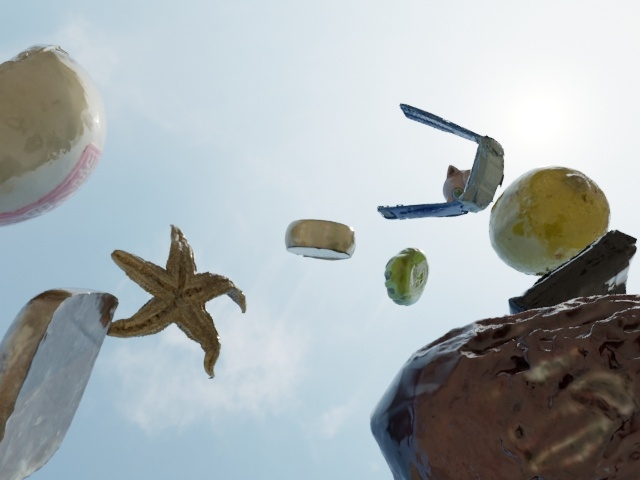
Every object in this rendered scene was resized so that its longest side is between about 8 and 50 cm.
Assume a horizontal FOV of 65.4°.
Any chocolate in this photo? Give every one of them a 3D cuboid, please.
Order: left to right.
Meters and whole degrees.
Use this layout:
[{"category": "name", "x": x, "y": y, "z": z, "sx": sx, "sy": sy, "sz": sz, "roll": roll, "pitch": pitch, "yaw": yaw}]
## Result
[{"category": "chocolate", "x": -0.366, "y": 0.172, "z": 0.630, "sx": 0.080, "sy": 0.157, "sz": 0.253, "roll": 20, "pitch": -93, "yaw": 6}]

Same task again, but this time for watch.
[{"category": "watch", "x": 0.258, "y": -0.180, "z": 1.058, "sx": 0.068, "sy": 0.275, "sz": 0.276, "roll": 19, "pitch": -102, "yaw": -38}]

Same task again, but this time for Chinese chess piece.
[{"category": "Chinese chess piece", "x": 0.000, "y": 0.000, "z": 0.841, "sx": 0.122, "sy": 0.122, "sz": 0.051, "roll": 11, "pitch": -101, "yaw": -21}]

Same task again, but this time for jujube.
[{"category": "jujube", "x": 0.245, "y": 0.195, "z": 0.530, "sx": 0.377, "sy": 0.258, "sz": 0.258, "roll": -18, "pitch": -112, "yaw": 9}]

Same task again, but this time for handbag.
[{"category": "handbag", "x": 0.421, "y": 0.123, "z": 0.814, "sx": 0.223, "sy": 0.246, "sz": 0.080, "roll": -32, "pitch": -136, "yaw": -6}]

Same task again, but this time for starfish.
[{"category": "starfish", "x": -0.232, "y": 0.088, "z": 0.787, "sx": 0.236, "sy": 0.062, "sz": 0.277, "roll": -7, "pitch": -111, "yaw": -31}]

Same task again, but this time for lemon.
[{"category": "lemon", "x": 0.544, "y": -0.047, "z": 1.195, "sx": 0.258, "sy": 0.310, "sz": 0.257, "roll": 5, "pitch": -120, "yaw": -9}]

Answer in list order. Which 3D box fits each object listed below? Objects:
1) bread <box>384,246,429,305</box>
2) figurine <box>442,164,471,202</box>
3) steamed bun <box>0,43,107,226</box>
[{"category": "bread", "x": 0.188, "y": 0.077, "z": 1.099, "sx": 0.139, "sy": 0.071, "sz": 0.130, "roll": -55, "pitch": -47, "yaw": -33}, {"category": "figurine", "x": 0.418, "y": -0.149, "z": 1.442, "sx": 0.125, "sy": 0.137, "sz": 0.125, "roll": 6, "pitch": -159, "yaw": -2}, {"category": "steamed bun", "x": -0.549, "y": -0.165, "z": 0.899, "sx": 0.241, "sy": 0.375, "sz": 0.374, "roll": 57, "pitch": -133, "yaw": -30}]
